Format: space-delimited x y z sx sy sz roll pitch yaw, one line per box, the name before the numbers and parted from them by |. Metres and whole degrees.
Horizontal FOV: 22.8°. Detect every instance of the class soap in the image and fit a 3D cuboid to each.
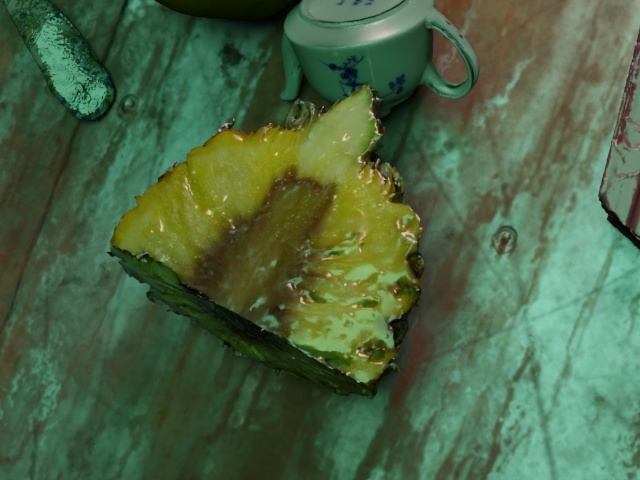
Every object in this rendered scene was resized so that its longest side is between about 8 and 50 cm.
soap | 0.373 -0.091 1.585 0.162 0.099 0.250 15 85 15

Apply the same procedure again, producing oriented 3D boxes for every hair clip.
hair clip | -0.311 -0.232 1.806 0.066 0.036 0.229 -36 75 0

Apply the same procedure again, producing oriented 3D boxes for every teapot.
teapot | 0.054 -0.193 1.666 0.232 0.159 0.159 3 82 25

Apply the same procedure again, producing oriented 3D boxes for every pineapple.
pineapple | 0.002 -0.003 1.640 0.344 0.209 0.286 27 75 21

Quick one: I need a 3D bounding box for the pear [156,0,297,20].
pear | -0.126 -0.408 1.641 0.287 0.287 0.375 -37 114 6
